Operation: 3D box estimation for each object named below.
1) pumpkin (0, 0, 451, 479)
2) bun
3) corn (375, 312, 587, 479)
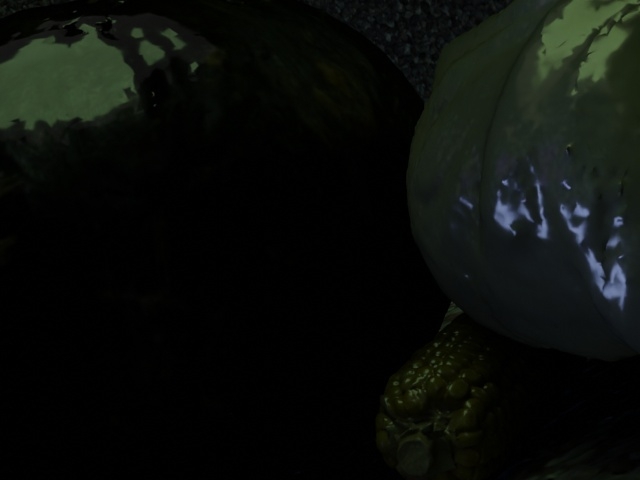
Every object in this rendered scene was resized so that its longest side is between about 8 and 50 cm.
[{"bbox_3d":[-0.125,0.018,0.976,0.454,0.344,0.454,-30,-3,-2],"label":"pumpkin"},{"bbox_3d":[0.217,-0.066,0.790,0.365,0.219,0.365,-8,10,1],"label":"bun"},{"bbox_3d":[0.100,0.075,0.872,0.080,0.080,0.238,-21,8,31],"label":"corn"}]
